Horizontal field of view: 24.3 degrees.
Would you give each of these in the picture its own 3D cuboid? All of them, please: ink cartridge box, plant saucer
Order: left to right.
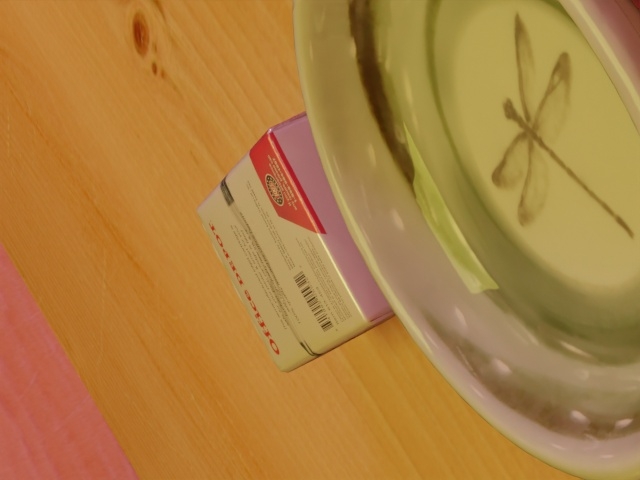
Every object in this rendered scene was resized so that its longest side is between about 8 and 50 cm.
[{"bbox_3d":[0.000,0.000,1.246,0.172,0.100,0.237,62,157,4],"label":"ink cartridge box"},{"bbox_3d":[0.128,-0.050,0.904,0.400,0.100,0.400,49,155,34],"label":"plant saucer"}]
